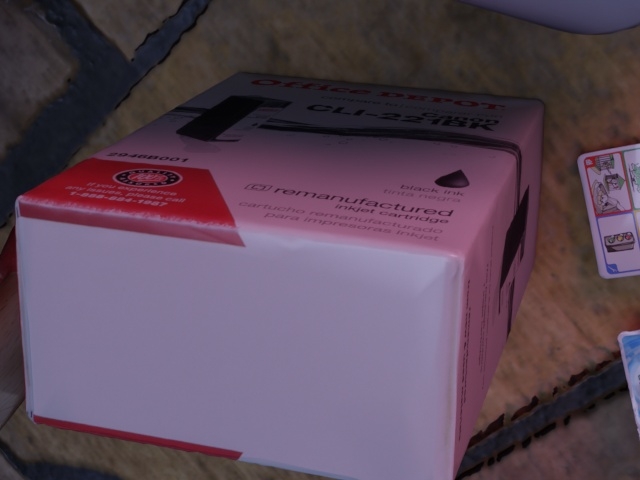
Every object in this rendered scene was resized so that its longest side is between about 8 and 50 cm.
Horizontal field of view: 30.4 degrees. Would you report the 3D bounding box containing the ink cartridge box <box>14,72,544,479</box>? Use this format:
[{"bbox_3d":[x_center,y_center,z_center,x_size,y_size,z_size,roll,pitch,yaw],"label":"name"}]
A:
[{"bbox_3d":[0.000,0.000,0.607,0.197,0.273,0.114,7,110,15],"label":"ink cartridge box"}]

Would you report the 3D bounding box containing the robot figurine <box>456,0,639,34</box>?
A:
[{"bbox_3d":[0.057,-0.205,0.489,0.353,0.300,0.199,8,115,-29],"label":"robot figurine"}]

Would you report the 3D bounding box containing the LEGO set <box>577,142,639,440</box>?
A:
[{"bbox_3d":[0.265,0.048,0.678,0.182,0.060,0.244,-10,100,25],"label":"LEGO set"}]

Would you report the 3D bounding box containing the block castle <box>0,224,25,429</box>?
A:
[{"bbox_3d":[-0.375,-0.013,0.765,0.453,0.213,0.303,-14,119,30],"label":"block castle"}]
